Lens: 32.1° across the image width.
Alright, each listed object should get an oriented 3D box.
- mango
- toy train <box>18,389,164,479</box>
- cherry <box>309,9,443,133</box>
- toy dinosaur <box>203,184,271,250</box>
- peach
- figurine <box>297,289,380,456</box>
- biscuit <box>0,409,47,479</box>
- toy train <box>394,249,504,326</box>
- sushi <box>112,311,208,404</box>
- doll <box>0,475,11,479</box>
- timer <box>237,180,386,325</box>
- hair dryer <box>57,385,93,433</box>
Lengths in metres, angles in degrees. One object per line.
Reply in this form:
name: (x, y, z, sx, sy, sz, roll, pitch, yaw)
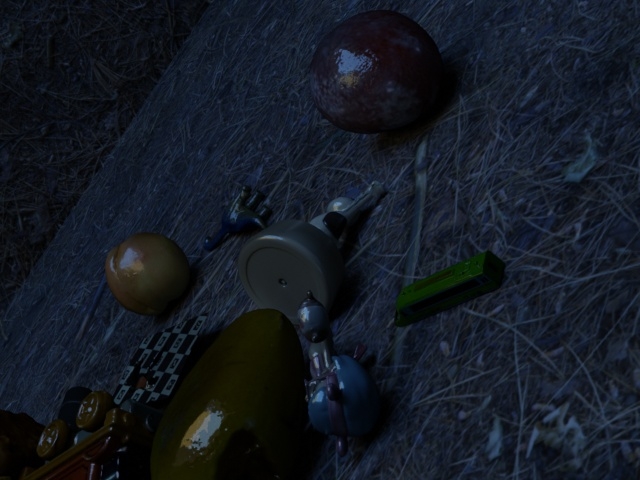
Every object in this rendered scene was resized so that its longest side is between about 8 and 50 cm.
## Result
mango: (-0.128, 0.251, 1.632, 0.253, 0.182, 0.365, -35, 32, 45)
toy train: (-0.397, 0.419, 1.949, 0.369, 0.163, 0.232, -35, 41, 36)
cherry: (0.095, -0.304, 2.011, 0.236, 0.213, 0.285, -59, 31, 5)
toy dinosaur: (-0.180, -0.017, 2.334, 0.188, 0.075, 0.248, -58, 26, 12)
peach: (-0.376, 0.069, 2.408, 0.184, 0.184, 0.184, -42, 25, 24)
figurine: (0.021, 0.165, 1.551, 0.260, 0.103, 0.205, -104, 11, -66)
biscuit: (-0.680, 0.513, 2.153, 0.395, 0.166, 0.342, -51, -18, 2)
toy train: (0.162, 0.069, 1.543, 0.209, 0.042, 0.044, -28, 32, 44)
sushi: (-0.308, 0.255, 2.165, 0.279, 0.043, 0.192, -23, 36, 50)
doll: (-0.424, 0.523, 1.777, 0.365, 0.094, 0.160, 35, 111, 38)
timer: (0.000, 0.000, 1.870, 0.175, 0.175, 0.266, -30, 13, 43)
hair dryer: (-0.561, 0.419, 2.389, 0.219, 0.071, 0.124, -46, 22, 32)
